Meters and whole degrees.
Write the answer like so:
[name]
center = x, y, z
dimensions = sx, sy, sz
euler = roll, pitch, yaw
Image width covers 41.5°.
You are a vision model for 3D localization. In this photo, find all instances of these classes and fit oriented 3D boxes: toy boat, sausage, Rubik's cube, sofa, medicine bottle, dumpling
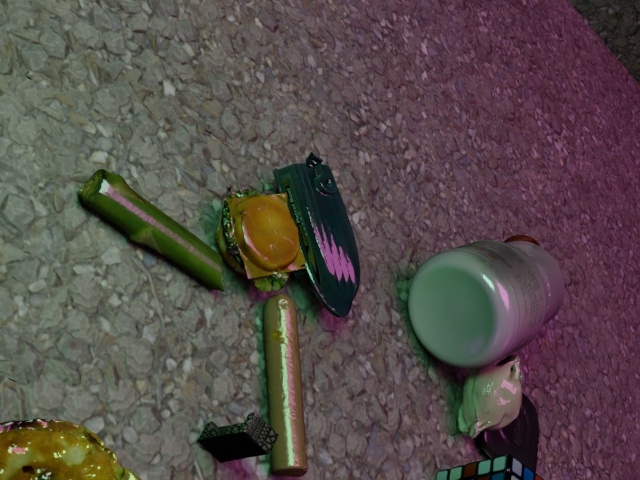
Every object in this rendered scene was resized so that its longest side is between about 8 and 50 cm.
[toy boat]
center = -0.003, 0.000, 1.526
dimensions = 0.114, 0.122, 0.296
euler = -2, 71, -46
[sausage]
center = -0.060, 0.233, 1.393
dimensions = 0.066, 0.066, 0.301
euler = 19, 58, -40
[Rubik's cube]
center = 0.326, 0.528, 1.559
dimensions = 0.187, 0.184, 0.182
euler = 41, 46, -26
[sofa]
center = -0.124, 0.293, 1.254
dimensions = 0.060, 0.118, 0.039
euler = 46, 46, -21
[medicine bottle]
center = 0.352, 0.119, 1.750
dimensions = 0.302, 0.241, 0.241
euler = -13, 80, -49
[dumpling]
center = 0.339, 0.318, 1.717
dimensions = 0.118, 0.136, 0.199
euler = 41, 68, -10

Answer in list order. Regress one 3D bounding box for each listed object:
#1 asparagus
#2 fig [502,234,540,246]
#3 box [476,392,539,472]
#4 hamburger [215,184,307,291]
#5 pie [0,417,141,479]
[asparagus]
center = -0.249, -0.012, 1.322
dimensions = 0.278, 0.060, 0.067
euler = 36, 38, -30
[fig]
center = 0.464, 0.055, 2.004
dimensions = 0.150, 0.128, 0.128
euler = -28, 92, -21
[box]
center = 0.409, 0.398, 1.822
dimensions = 0.201, 0.042, 0.212
euler = 40, 46, -24
[hamburger]
center = -0.109, -0.001, 1.438
dimensions = 0.164, 0.093, 0.189
euler = 7, 64, -42
[pie]
center = -0.340, 0.327, 0.944
dimensions = 0.315, 0.092, 0.315
euler = 15, 29, -8
